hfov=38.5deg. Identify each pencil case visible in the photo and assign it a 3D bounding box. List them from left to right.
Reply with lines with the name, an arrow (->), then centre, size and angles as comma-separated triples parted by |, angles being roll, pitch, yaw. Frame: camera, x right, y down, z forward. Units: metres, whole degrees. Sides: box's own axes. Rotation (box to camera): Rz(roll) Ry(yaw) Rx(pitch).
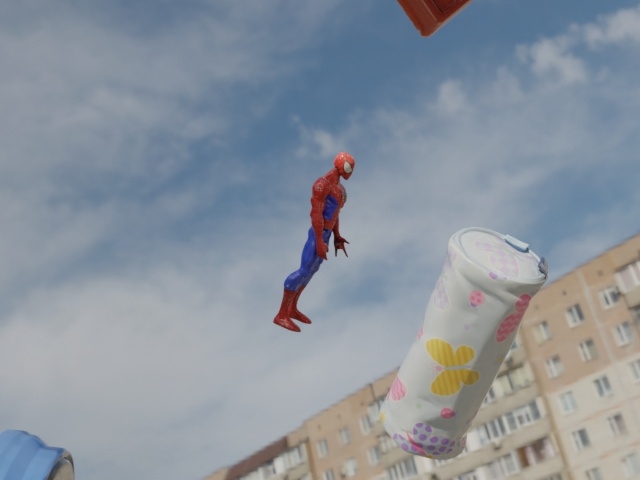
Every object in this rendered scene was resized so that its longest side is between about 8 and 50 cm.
pencil case -> 0.159, 0.119, 1.054 | 0.113, 0.124, 0.273 | 23, -66, 8

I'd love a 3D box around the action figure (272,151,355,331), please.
action figure -> 0.000, 0.000, 0.577 | 0.030, 0.115, 0.038 | 19, 13, 19

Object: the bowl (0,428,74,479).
bowl -> -0.360, 0.415, 1.040 | 0.077, 0.391, 0.391 | 10, -32, -4

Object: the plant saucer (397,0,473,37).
plant saucer -> 0.193, -0.457, 1.319 | 0.258, 0.048, 0.259 | -38, -55, 8
